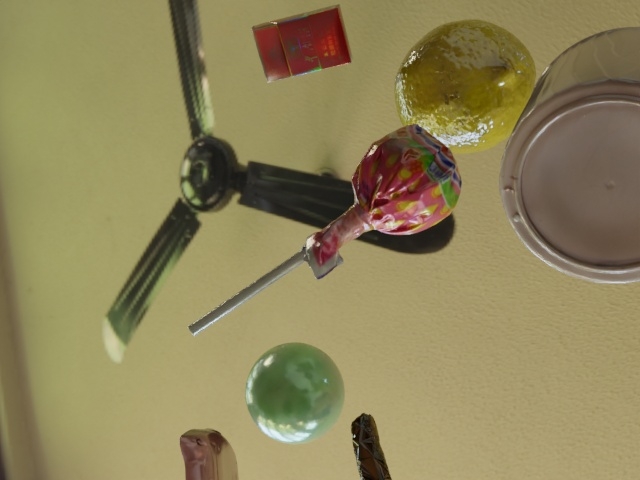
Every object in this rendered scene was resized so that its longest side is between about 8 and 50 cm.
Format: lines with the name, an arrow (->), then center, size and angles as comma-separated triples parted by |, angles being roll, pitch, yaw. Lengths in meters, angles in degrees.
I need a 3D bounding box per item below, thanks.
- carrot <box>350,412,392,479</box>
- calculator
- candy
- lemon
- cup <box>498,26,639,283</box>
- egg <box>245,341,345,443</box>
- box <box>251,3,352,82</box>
carrot -> 0.108, 0.460, 1.563 | 0.069, 0.069, 0.228 | -43, -136, 30
calculator -> -0.172, 0.430, 1.317 | 0.048, 0.329, 0.220 | -10, -111, 2
candy -> 0.000, 0.000, 0.905 | 0.365, 0.124, 0.124 | -34, -119, -2
lemon -> 0.262, -0.280, 1.431 | 0.267, 0.267, 0.267 | -4, -96, 40
cup -> 0.340, -0.086, 0.805 | 0.288, 0.273, 0.208 | 26, -59, 13
egg -> -0.055, 0.337, 1.719 | 0.270, 0.221, 0.220 | -176, -89, -76
box -> -0.035, -0.384, 1.516 | 0.175, 0.048, 0.112 | -12, -65, 12
